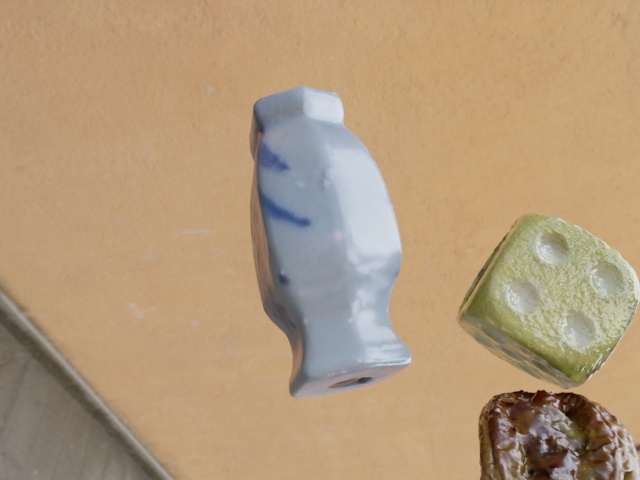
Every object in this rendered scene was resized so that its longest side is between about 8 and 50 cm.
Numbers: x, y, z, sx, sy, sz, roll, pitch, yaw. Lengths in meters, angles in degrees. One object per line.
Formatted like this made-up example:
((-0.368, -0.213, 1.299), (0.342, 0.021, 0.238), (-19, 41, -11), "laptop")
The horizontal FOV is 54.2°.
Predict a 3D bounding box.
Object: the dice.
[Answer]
((0.290, 0.079, 0.815), (0.166, 0.169, 0.169), (-56, 169, -9), "dice")

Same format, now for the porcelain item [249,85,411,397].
((0.000, 0.000, 0.875), (0.242, 0.178, 0.405), (115, -33, -65), "porcelain item")

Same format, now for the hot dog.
((0.247, 0.238, 0.669), (0.227, 0.160, 0.099), (-78, 167, -63), "hot dog")
